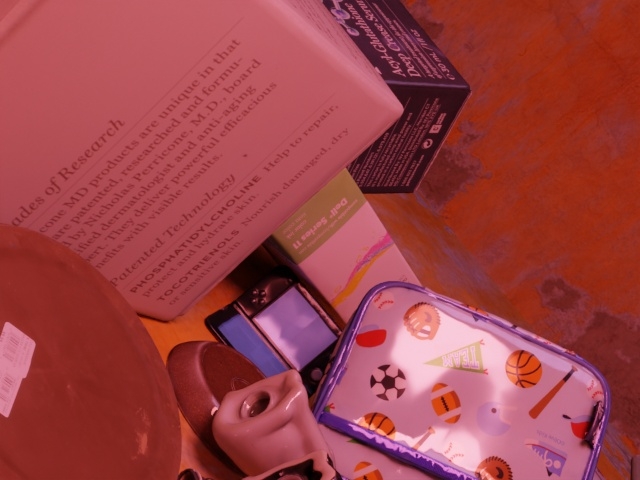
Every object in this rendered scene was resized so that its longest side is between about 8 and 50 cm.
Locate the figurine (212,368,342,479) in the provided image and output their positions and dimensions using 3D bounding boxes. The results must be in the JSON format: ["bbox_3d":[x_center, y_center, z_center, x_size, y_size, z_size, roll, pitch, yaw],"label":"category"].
[{"bbox_3d":[0.000,0.240,0.770,0.209,0.092,0.215,62,-1,-23],"label":"figurine"}]

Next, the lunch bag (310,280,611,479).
[{"bbox_3d":[0.141,0.197,0.945,0.303,0.243,0.115,25,-22,2],"label":"lunch bag"}]

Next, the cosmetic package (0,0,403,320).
[{"bbox_3d":[-0.203,-0.180,0.820,0.394,0.327,0.329,27,25,-57],"label":"cosmetic package"}]

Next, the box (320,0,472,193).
[{"bbox_3d":[-0.039,-0.236,1.352,0.395,0.212,0.293,-4,47,-32],"label":"box"}]

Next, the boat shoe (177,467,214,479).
[{"bbox_3d":[-0.094,0.213,0.689,0.038,0.046,0.125,45,12,-15],"label":"boat shoe"}]

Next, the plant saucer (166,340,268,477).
[{"bbox_3d":[-0.079,0.160,0.907,0.168,0.029,0.168,45,15,-16],"label":"plant saucer"}]

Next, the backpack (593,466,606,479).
[{"bbox_3d":[0.256,0.343,1.097,0.263,0.213,0.276,63,14,11],"label":"backpack"}]

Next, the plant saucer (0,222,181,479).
[{"bbox_3d":[-0.187,0.099,0.631,0.278,0.041,0.278,47,24,-28],"label":"plant saucer"}]

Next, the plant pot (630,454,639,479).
[{"bbox_3d":[0.612,0.524,1.474,0.248,0.247,0.252,70,31,-48],"label":"plant pot"}]

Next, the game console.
[{"bbox_3d":[-0.040,0.110,1.046,0.144,0.124,0.085,50,-12,4],"label":"game console"}]

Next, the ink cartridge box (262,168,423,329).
[{"bbox_3d":[0.000,0.000,1.197,0.207,0.119,0.353,41,-8,42],"label":"ink cartridge box"}]
